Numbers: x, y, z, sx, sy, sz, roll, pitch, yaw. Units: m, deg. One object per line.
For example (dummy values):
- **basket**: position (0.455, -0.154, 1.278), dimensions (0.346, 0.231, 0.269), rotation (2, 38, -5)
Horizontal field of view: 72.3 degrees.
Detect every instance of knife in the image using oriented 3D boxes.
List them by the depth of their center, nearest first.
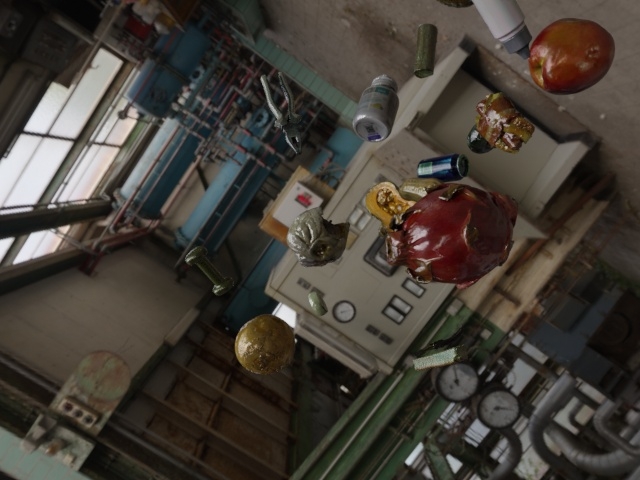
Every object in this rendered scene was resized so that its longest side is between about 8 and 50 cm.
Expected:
- **knife**: position (0.431, 0.373, 1.581), dimensions (0.045, 0.222, 0.021), rotation (68, 164, -11)

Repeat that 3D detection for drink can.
- **drink can**: position (0.517, -0.301, 1.855), dimensions (0.205, 0.118, 0.118), rotation (-1, 156, 47)

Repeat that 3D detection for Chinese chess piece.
- **Chinese chess piece**: position (-0.007, 0.204, 1.422), dimensions (0.084, 0.034, 0.084), rotation (59, -174, -11)

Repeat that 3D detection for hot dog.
- **hot dog**: position (0.552, -0.358, 1.352), dimensions (0.103, 0.146, 0.213), rotation (-9, -129, -22)

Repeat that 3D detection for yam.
- **yam**: position (0.345, -0.617, 1.432), dimensions (0.068, 0.169, 0.068), rotation (7, 171, 1)

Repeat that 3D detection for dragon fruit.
- **dragon fruit**: position (0.306, -0.015, 0.999), dimensions (0.315, 0.250, 0.250), rotation (12, -167, -16)

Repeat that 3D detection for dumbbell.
- **dumbbell**: position (-0.241, 0.067, 0.956), dimensions (0.118, 0.052, 0.046), rotation (56, -162, -26)

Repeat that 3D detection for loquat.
- **loquat**: position (-0.206, 0.395, 1.668), dimensions (0.235, 0.235, 0.235), rotation (35, -174, -4)

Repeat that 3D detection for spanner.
- **spanner**: position (-0.119, -0.436, 1.498), dimensions (0.040, 0.096, 0.324), rotation (109, 144, -72)

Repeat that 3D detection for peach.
- **peach**: position (0.786, -0.580, 1.379), dimensions (0.243, 0.243, 0.199), rotation (36, -175, 3)

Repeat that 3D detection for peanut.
- **peanut**: position (0.393, -0.190, 1.714), dimensions (0.120, 0.110, 0.236), rotation (4, -175, -30)

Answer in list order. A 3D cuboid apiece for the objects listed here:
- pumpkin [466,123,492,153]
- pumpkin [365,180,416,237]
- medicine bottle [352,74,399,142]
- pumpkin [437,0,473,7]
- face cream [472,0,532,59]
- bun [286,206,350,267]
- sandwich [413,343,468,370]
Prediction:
- **pumpkin**: position (0.732, -0.463, 1.949), dimensions (0.125, 0.167, 0.167), rotation (32, -176, 27)
- **pumpkin**: position (0.369, -0.105, 2.035), dimensions (0.232, 0.242, 0.325), rotation (29, -163, -53)
- **medicine bottle**: position (0.196, -0.454, 1.490), dimensions (0.135, 0.215, 0.135), rotation (15, 154, 7)
- **pumpkin**: position (0.469, -0.888, 1.463), dimensions (0.219, 0.162, 0.219), rotation (22, 147, 15)
- **face cream**: position (0.495, -0.632, 1.205), dimensions (0.311, 0.092, 0.092), rotation (47, -178, -18)
- **bun**: position (-0.012, 0.008, 1.895), dimensions (0.282, 0.281, 0.204), rotation (32, -152, -25)
- **sandwich**: position (0.471, 0.478, 1.751), dimensions (0.245, 0.212, 0.063), rotation (22, -132, -61)
